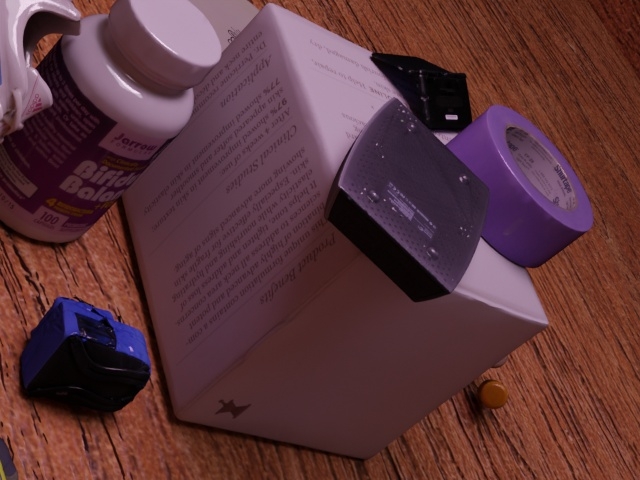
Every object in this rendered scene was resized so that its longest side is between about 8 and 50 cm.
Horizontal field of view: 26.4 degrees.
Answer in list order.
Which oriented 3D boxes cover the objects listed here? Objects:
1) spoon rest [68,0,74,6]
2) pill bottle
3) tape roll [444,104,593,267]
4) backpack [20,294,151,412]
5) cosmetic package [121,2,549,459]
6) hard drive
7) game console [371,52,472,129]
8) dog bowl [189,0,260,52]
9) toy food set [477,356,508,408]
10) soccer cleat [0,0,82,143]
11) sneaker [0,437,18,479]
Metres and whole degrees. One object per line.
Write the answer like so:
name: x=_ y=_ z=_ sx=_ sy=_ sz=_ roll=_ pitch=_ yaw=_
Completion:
spoon rest: x=-0.386 y=-0.354 z=1.863 sx=0.137 sy=0.084 sz=0.276 roll=32 pitch=19 yaw=-26
pill bottle: x=-0.249 y=-0.146 z=1.535 sx=0.169 sy=0.301 sz=0.169 roll=32 pitch=33 yaw=-24
tape roll: x=0.236 y=-0.065 z=1.637 sx=0.189 sy=0.080 sz=0.189 roll=35 pitch=32 yaw=-26
backpack: x=-0.240 y=0.118 z=1.438 sx=0.120 sy=0.098 sz=0.101 roll=25 pitch=32 yaw=-32
cosmetic package: x=0.000 y=0.000 z=1.657 sx=0.327 sy=0.329 sz=0.393 roll=20 pitch=40 yaw=-41
hard drive: x=0.091 y=-0.043 z=1.435 sx=0.172 sy=0.054 sz=0.254 roll=43 pitch=29 yaw=-7
game console: x=0.128 y=-0.186 z=1.708 sx=0.122 sy=0.071 sz=0.107 roll=-7 pitch=89 yaw=-56
dog bowl: x=-0.150 y=-0.259 z=2.007 sx=0.265 sy=0.104 sz=0.265 roll=32 pitch=32 yaw=-24
toy food set: x=0.190 y=0.138 z=1.980 sx=0.232 sy=0.111 sz=0.104 roll=37 pitch=-2 yaw=4
soccer cleat: x=-0.363 y=-0.133 z=1.388 sx=0.143 sy=0.331 sz=0.116 roll=29 pitch=-11 yaw=-3
sneaker: x=-0.260 y=0.306 z=1.197 sx=0.121 sy=0.111 sz=0.300 roll=16 pitch=46 yaw=-58
